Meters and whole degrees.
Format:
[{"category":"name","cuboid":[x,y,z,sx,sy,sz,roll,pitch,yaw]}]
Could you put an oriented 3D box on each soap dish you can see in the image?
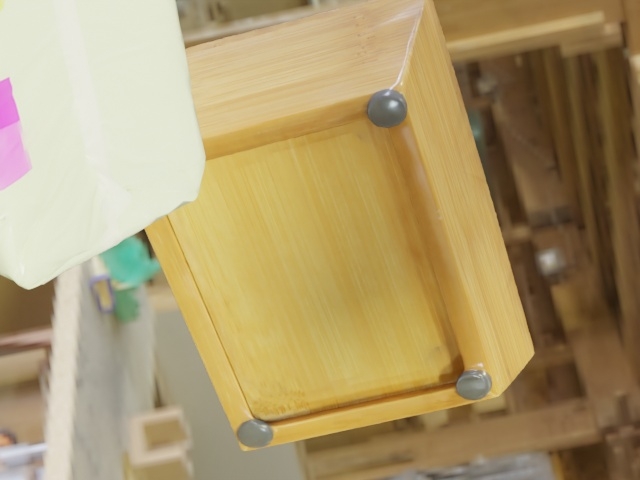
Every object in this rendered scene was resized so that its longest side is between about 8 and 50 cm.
[{"category":"soap dish","cuboid":[0.000,0.000,0.975,0.118,0.229,0.291,-82,156,-58]}]

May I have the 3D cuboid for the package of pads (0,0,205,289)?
[{"category":"package of pads","cuboid":[-0.161,-0.157,0.498,0.229,0.101,0.297,26,-45,41]}]
